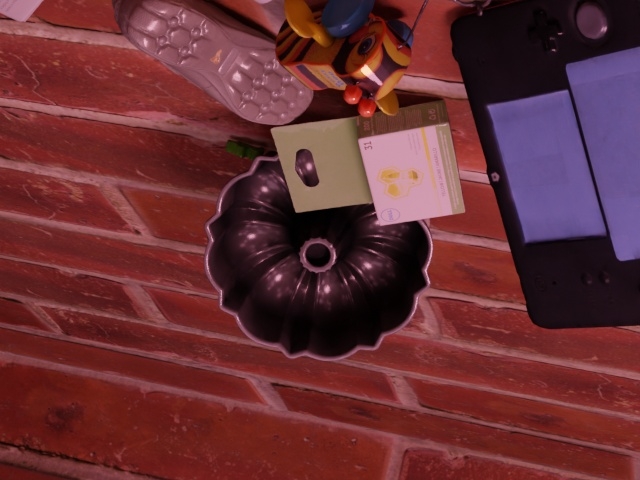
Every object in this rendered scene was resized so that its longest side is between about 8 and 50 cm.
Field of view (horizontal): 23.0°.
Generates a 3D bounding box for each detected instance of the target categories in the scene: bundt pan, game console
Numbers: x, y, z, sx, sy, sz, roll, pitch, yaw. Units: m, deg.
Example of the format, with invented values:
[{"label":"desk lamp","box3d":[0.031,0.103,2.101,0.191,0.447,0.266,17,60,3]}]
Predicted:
[{"label":"bundt pan","box3d":[0.000,0.000,2.274,0.330,0.331,0.124,17,-159,-2]},{"label":"game console","box3d":[0.311,-0.090,1.743,0.060,0.387,0.342,-23,-170,-42]}]

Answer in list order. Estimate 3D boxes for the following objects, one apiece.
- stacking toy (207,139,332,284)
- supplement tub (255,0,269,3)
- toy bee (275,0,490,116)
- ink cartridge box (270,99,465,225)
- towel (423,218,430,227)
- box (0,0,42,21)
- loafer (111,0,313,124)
[{"label":"stacking toy","box3d":[-0.052,-0.045,2.370,0.221,0.167,0.052,18,-160,7]},{"label":"supplement tub","box3d":[-0.090,-0.324,1.780,0.107,0.071,0.071,31,155,-36]},{"label":"toy bee","box3d":[0.037,-0.219,1.820,0.195,0.162,0.298,30,156,-13]},{"label":"ink cartridge box","box3d":[0.066,-0.094,2.107,0.235,0.056,0.171,-10,136,6]},{"label":"towel","box3d":[0.072,-0.009,2.503,0.187,0.049,0.282,18,159,2]},{"label":"box","box3d":[-0.401,-0.407,1.594,0.345,0.215,0.168,25,158,-20]},{"label":"loafer","box3d":[-0.133,-0.243,2.003,0.319,0.112,0.111,31,-167,-44]}]
